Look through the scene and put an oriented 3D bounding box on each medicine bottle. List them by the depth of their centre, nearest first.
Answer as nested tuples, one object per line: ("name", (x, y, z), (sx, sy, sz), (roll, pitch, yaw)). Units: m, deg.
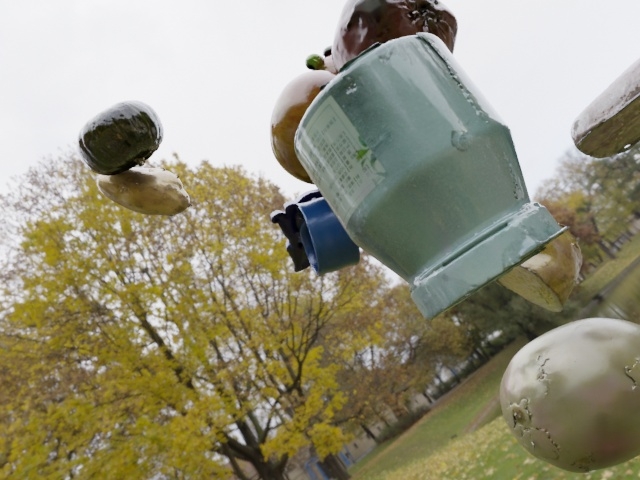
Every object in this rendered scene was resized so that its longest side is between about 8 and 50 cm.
("medicine bottle", (0.139, -0.070, 0.625), (0.245, 0.290, 0.245), (-30, -18, -11))

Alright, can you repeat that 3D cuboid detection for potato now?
("potato", (-0.468, -0.139, 1.318), (0.161, 0.235, 0.128), (-34, -39, -71))
("potato", (0.686, 0.044, 1.535), (0.237, 0.301, 0.288), (-49, -37, -9))

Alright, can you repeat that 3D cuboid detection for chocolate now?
("chocolate", (0.631, -0.291, 0.951), (0.185, 0.100, 0.303), (4, -42, -43))

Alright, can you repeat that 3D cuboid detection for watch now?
("watch", (0.004, -0.008, 1.086), (0.171, 0.200, 0.196), (-26, -60, -6))

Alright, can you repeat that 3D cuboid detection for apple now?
("apple", (0.013, -0.228, 1.023), (0.237, 0.208, 0.236), (16, -90, -75))

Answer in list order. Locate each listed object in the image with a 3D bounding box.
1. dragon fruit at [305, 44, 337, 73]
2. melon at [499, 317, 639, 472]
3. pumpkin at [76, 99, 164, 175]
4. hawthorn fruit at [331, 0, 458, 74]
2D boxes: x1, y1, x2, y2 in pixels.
("dragon fruit", (0.043, -0.468, 1.538), (0.295, 0.130, 0.268), (52, -133, -64))
("melon", (0.446, 0.249, 0.813), (0.317, 0.223, 0.223), (-16, -32, -22))
("pumpkin", (-0.490, -0.248, 1.208), (0.224, 0.157, 0.223), (-35, 11, 8))
("hawthorn fruit", (0.176, -0.503, 1.252), (0.308, 0.325, 0.308), (-5, -81, -33))
